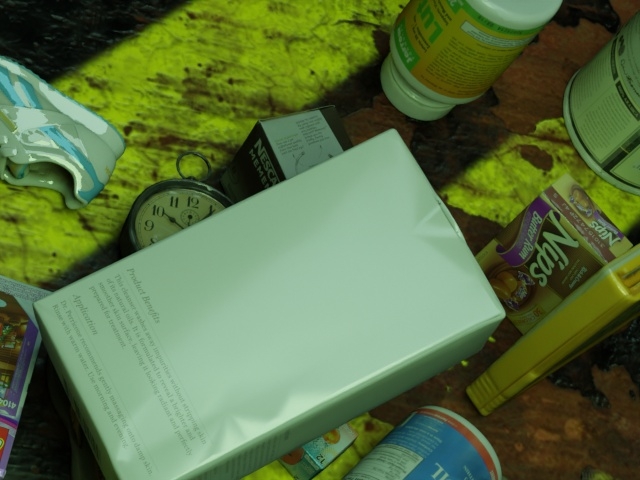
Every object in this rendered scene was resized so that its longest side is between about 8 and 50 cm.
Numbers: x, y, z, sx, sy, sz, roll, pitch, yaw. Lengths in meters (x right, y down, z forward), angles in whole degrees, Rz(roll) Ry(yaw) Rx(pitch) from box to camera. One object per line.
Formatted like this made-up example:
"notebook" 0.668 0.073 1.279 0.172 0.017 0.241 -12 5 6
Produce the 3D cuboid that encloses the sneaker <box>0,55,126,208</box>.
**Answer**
"sneaker" -0.317 -0.118 1.662 0.228 0.087 0.092 28 58 -7

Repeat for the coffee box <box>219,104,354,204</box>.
"coffee box" 0.000 0.000 1.712 0.098 0.141 0.246 -15 72 -30

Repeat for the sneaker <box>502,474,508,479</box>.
"sneaker" 0.182 0.339 1.674 0.071 0.066 0.188 28 59 -29

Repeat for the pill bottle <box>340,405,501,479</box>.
"pill bottle" 0.071 0.274 1.609 0.124 0.124 0.221 47 56 4

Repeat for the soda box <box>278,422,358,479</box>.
"soda box" -0.049 0.159 1.654 0.183 0.058 0.063 48 55 6

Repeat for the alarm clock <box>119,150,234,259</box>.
"alarm clock" -0.141 -0.013 1.699 0.129 0.064 0.192 14 58 -14

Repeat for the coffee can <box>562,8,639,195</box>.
"coffee can" 0.445 -0.202 1.944 0.201 0.275 0.201 11 60 -20

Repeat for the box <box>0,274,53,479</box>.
"box" -0.415 0.099 1.516 0.293 0.057 0.201 20 57 -14

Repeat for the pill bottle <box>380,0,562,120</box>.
"pill bottle" 0.162 -0.240 1.851 0.136 0.246 0.136 11 60 -19

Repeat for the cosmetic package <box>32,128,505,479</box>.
"cosmetic package" -0.048 0.082 1.513 0.385 0.156 0.217 -24 74 -14

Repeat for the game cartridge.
"game cartridge" 0.323 0.060 1.718 0.285 0.324 0.053 -28 75 -33

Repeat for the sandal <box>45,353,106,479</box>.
"sandal" -0.219 0.174 1.572 0.072 0.049 0.180 -2 65 -26

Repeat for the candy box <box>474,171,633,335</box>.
"candy box" 0.249 0.018 1.789 0.053 0.187 0.109 -37 84 -34
